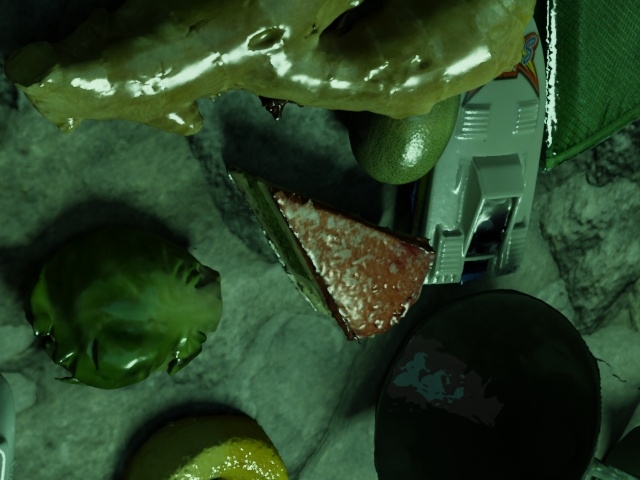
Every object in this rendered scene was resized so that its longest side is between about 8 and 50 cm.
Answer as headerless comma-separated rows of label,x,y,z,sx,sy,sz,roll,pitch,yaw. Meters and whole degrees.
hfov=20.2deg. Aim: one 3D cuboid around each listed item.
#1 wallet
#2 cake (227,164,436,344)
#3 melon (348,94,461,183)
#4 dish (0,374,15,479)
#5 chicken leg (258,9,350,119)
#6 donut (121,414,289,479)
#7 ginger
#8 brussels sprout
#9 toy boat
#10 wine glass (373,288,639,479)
wallet,0.263,-0.199,1.764,0.160,0.055,0.236,-27,131,-28
cake,-0.006,0.019,1.641,0.220,0.086,0.116,19,97,-42
melon,0.078,-0.131,1.624,0.099,0.099,0.162,2,108,-38
dish,-0.324,0.228,1.508,0.151,0.077,0.212,-4,113,-36
chicken leg,-0.009,-0.209,1.554,0.089,0.048,0.219,8,106,-43
donut,-0.103,0.245,1.692,0.178,0.065,0.162,-6,115,-34
ginger,-0.043,-0.178,1.476,0.363,0.122,0.348,40,95,-28
brussels sprout,-0.165,0.058,1.539,0.181,0.100,0.139,-5,99,-17
toy boat,0.155,-0.097,1.705,0.129,0.088,0.295,-6,116,-31
wine glass,0.275,0.229,1.857,0.406,0.267,0.267,25,95,-46
